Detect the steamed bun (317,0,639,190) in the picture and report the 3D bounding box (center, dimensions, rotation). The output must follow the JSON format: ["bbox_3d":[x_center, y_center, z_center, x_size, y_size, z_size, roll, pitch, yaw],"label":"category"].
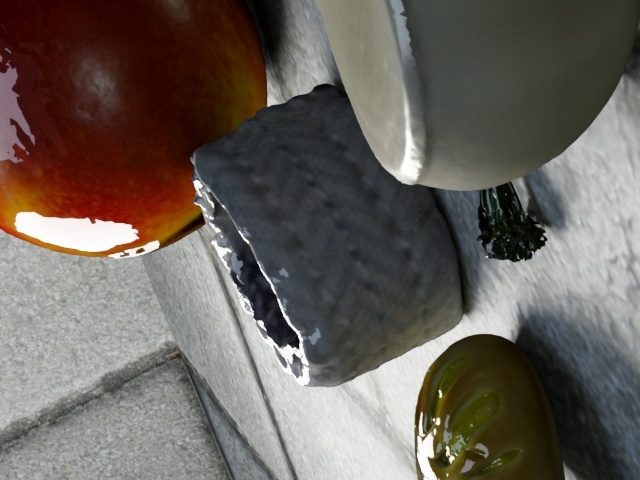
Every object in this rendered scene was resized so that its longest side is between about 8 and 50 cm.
[{"bbox_3d":[0.078,-0.144,0.622,0.232,0.145,0.231,164,90,-85],"label":"steamed bun"}]

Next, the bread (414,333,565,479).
[{"bbox_3d":[0.129,0.182,1.000,0.213,0.105,0.213,171,90,-83],"label":"bread"}]

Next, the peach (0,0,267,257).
[{"bbox_3d":[-0.228,-0.168,1.237,0.370,0.370,0.370,56,163,26],"label":"peach"}]

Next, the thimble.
[{"bbox_3d":[0.000,0.000,1.101,0.245,0.157,0.217,61,164,10],"label":"thimble"}]

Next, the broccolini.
[{"bbox_3d":[0.105,-0.087,0.855,0.042,0.044,0.218,-113,5,-78],"label":"broccolini"}]
